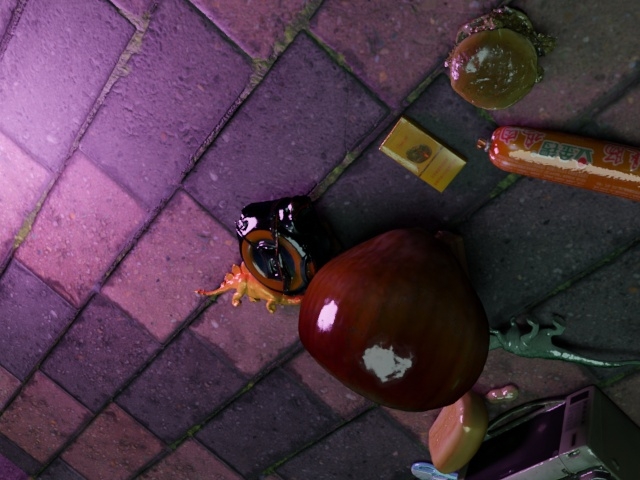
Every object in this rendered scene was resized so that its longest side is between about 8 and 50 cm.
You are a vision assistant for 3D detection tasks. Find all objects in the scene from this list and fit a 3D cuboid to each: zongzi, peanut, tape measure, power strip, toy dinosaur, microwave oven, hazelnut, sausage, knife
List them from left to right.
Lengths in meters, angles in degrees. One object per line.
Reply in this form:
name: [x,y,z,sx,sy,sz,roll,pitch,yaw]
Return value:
toy dinosaur: [-0.170,0.106,1.561,0.288,0.070,0.117,9,113,11]
tape measure: [-0.081,0.013,1.403,0.202,0.135,0.223,-6,114,37]
zongzi: [0.000,0.000,1.450,0.083,0.040,0.076,-17,107,48]
hazelnut: [0.148,0.160,1.273,0.359,0.409,0.359,-4,103,-18]
knife: [0.352,0.635,1.709,0.222,0.031,0.064,7,119,17]
power strip: [0.292,0.110,1.374,0.064,0.044,0.305,22,132,55]
peanut: [0.426,0.362,1.507,0.083,0.037,0.037,-18,113,35]
toy dinosaur: [0.493,0.207,1.355,0.383,0.076,0.129,8,134,25]
microwave oven: [0.545,0.568,1.459,0.333,0.247,0.394,43,126,-7]
sausage: [0.437,-0.146,1.144,0.312,0.093,0.093,15,125,12]

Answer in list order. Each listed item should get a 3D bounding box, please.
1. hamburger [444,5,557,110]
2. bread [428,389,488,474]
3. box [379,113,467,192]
hamburger: [0.304,-0.302,1.075,0.185,0.131,0.159,-16,117,25]
bread: [0.336,0.458,1.539,0.098,0.147,0.217,12,128,-12]
box: [0.202,-0.170,1.265,0.155,0.023,0.087,35,129,-2]
